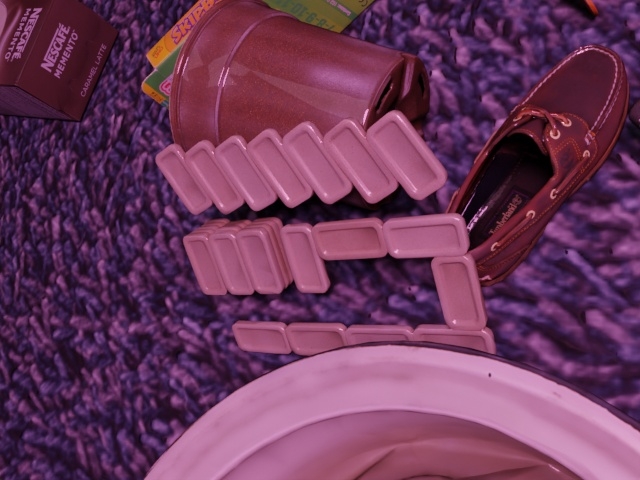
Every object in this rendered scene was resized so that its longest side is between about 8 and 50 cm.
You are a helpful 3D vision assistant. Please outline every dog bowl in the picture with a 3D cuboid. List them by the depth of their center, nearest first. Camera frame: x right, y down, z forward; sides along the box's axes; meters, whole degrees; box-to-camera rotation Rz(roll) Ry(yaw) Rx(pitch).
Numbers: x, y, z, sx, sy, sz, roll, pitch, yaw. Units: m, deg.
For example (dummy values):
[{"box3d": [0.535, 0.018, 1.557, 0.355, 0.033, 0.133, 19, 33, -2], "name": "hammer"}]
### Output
[{"box3d": [0.056, 0.270, 0.330, 0.408, 0.150, 0.407, -12, 63, 25], "name": "dog bowl"}]

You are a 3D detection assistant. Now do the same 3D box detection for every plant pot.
[{"box3d": [-0.007, -0.108, 0.520, 0.165, 0.167, 0.166, 19, 82, 25], "name": "plant pot"}]

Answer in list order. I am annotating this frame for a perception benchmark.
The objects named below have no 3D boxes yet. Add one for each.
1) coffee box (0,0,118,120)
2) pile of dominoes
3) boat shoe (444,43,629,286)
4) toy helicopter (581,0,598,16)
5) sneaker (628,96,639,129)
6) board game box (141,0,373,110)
[{"box3d": [-0.409, -0.248, 0.827, 0.247, 0.098, 0.141, 10, 77, 32], "name": "coffee box"}, {"box3d": [0.000, 0.000, 0.481, 0.251, 0.040, 0.195, -3, 114, 32], "name": "pile of dominoes"}, {"box3d": [0.158, -0.060, 0.452, 0.073, 0.073, 0.206, 29, 86, 35], "name": "boat shoe"}, {"box3d": [0.218, -0.338, 0.516, 0.235, 0.140, 0.355, -52, 45, 14], "name": "toy helicopter"}, {"box3d": [0.258, -0.064, 0.397, 0.106, 0.078, 0.234, -3, 66, 32], "name": "sneaker"}, {"box3d": [-0.048, -0.211, 0.594, 0.259, 0.124, 0.039, -44, 55, 8], "name": "board game box"}]
